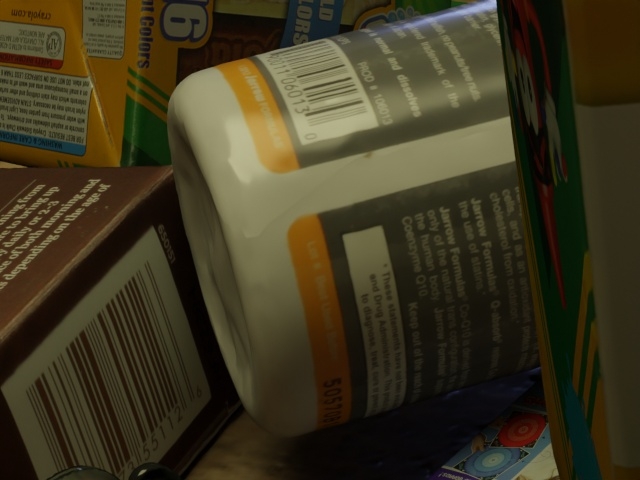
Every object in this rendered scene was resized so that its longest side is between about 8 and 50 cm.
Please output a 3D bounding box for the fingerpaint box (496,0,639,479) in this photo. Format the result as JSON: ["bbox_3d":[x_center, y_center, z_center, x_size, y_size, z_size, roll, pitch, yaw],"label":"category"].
[{"bbox_3d":[0.280,-0.068,0.595,0.445,0.371,0.163,-11,32,1],"label":"fingerpaint box"}]

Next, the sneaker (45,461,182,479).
[{"bbox_3d":[-0.048,0.141,0.641,0.098,0.135,0.276,-32,15,-29],"label":"sneaker"}]

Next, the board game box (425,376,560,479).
[{"bbox_3d":[0.130,0.115,0.760,0.201,0.035,0.136,12,38,45],"label":"board game box"}]

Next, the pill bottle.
[{"bbox_3d":[0.086,-0.026,0.855,0.278,0.162,0.162,-15,26,-10],"label":"pill bottle"}]

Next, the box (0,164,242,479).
[{"bbox_3d":[-0.249,0.066,0.962,0.381,0.143,0.191,2,33,30],"label":"box"}]

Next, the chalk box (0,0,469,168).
[{"bbox_3d":[-0.043,-0.124,1.106,0.289,0.179,0.180,1,7,-43],"label":"chalk box"}]
